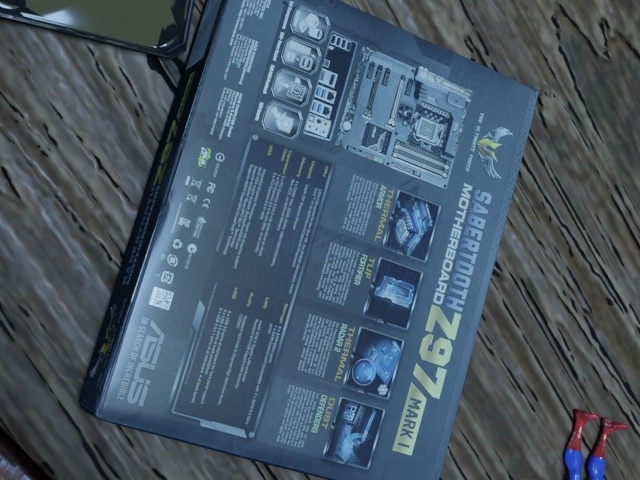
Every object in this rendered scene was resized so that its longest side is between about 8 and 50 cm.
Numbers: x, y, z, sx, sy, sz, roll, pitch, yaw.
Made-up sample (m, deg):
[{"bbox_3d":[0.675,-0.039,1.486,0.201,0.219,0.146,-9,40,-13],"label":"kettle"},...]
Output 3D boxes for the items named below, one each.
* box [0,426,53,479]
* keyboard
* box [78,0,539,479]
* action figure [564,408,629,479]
[{"bbox_3d":[-0.244,0.230,0.378,0.381,0.143,0.191,-42,104,-16],"label":"box"},{"bbox_3d":[-0.143,-0.159,0.487,0.180,0.023,0.108,10,92,-22],"label":"keyboard"},{"bbox_3d":[0.000,0.000,0.521,0.183,0.059,0.233,19,81,-21],"label":"box"},{"bbox_3d":[0.153,0.161,0.599,0.038,0.030,0.115,20,84,-26],"label":"action figure"}]
